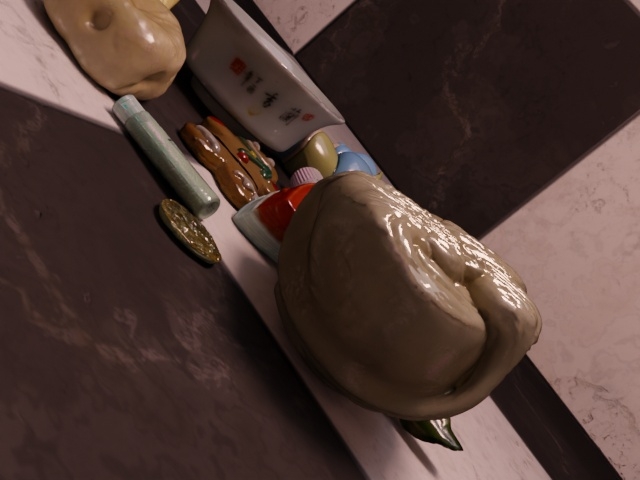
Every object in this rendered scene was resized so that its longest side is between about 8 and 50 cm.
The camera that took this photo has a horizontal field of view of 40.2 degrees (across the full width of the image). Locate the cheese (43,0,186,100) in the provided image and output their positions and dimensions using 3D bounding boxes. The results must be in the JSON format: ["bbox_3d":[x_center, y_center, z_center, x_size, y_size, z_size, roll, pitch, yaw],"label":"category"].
[{"bbox_3d":[-0.284,-0.298,1.245,0.235,0.117,0.218,32,24,-47],"label":"cheese"}]

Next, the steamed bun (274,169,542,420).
[{"bbox_3d":[0.091,0.084,1.119,0.343,0.255,0.367,34,9,-3],"label":"steamed bun"}]

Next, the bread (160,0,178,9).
[{"bbox_3d":[-0.313,-0.469,1.536,0.167,0.163,0.264,47,13,-21],"label":"bread"}]

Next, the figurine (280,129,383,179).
[{"bbox_3d":[0.028,-0.148,1.832,0.262,0.154,0.180,54,23,-2],"label":"figurine"}]

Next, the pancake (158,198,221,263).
[{"bbox_3d":[-0.159,-0.011,1.073,0.108,0.017,0.108,47,12,-14],"label":"pancake"}]

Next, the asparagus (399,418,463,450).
[{"bbox_3d":[0.104,0.195,1.276,0.287,0.080,0.080,61,15,19],"label":"asparagus"}]

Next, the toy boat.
[{"bbox_3d":[0.000,0.000,1.377,0.332,0.133,0.145,19,50,-46],"label":"toy boat"}]

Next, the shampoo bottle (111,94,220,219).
[{"bbox_3d":[-0.204,-0.112,1.148,0.190,0.041,0.069,51,-2,8],"label":"shampoo bottle"}]

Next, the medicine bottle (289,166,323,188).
[{"bbox_3d":[-0.002,-0.056,1.608,0.083,0.083,0.203,40,15,-40],"label":"medicine bottle"}]

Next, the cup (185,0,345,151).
[{"bbox_3d":[-0.129,-0.293,1.637,0.347,0.163,0.347,45,10,-10],"label":"cup"}]

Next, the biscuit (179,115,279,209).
[{"bbox_3d":[-0.132,-0.133,1.464,0.196,0.049,0.301,53,12,3],"label":"biscuit"}]
